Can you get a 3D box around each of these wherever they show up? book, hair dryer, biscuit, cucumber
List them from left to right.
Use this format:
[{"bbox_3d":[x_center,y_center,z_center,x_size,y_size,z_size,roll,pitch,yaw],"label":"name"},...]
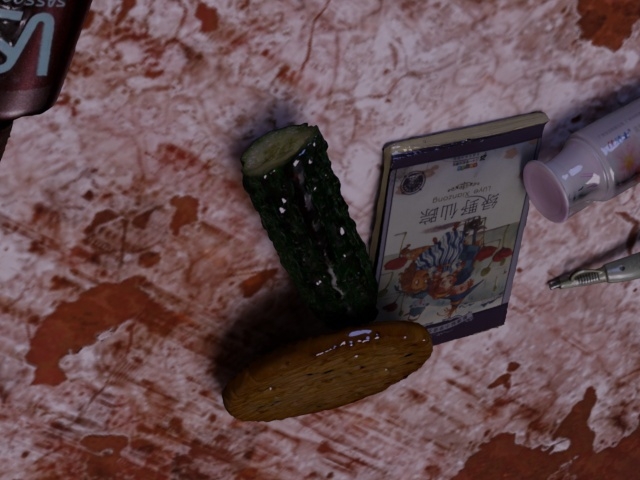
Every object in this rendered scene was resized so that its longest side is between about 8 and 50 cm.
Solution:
[{"bbox_3d":[-0.001,0.001,1.542,0.077,0.077,0.265,-31,138,-6],"label":"cucumber"},{"bbox_3d":[0.007,0.109,1.632,0.187,0.027,0.188,-16,160,-6],"label":"biscuit"},{"bbox_3d":[0.112,0.001,1.657,0.157,0.026,0.231,-13,133,-25],"label":"book"},{"bbox_3d":[0.330,0.025,1.810,0.199,0.067,0.167,-22,161,19],"label":"hair dryer"}]

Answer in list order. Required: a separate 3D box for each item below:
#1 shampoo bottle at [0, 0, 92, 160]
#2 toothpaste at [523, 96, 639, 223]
[{"bbox_3d":[-0.203,-0.173,1.239,0.129,0.084,0.323,4,125,-33],"label":"shampoo bottle"},{"bbox_3d":[0.320,-0.112,1.670,0.323,0.066,0.100,-28,136,-22],"label":"toothpaste"}]
